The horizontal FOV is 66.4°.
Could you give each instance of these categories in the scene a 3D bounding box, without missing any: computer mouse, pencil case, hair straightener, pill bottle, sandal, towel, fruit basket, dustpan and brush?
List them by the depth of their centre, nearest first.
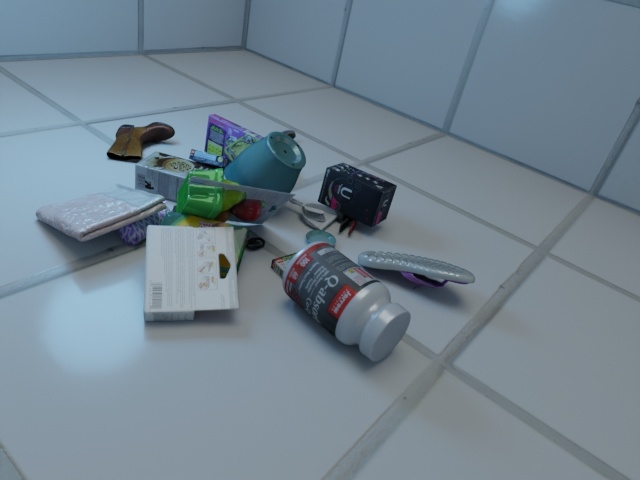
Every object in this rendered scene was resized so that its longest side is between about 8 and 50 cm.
[{"bbox_3d":[0.074,0.175,1.447,0.210,0.210,0.363,-20,44,-41],"label":"pill bottle"},{"bbox_3d":[-0.736,-0.107,1.646,0.332,0.053,0.317,17,34,39],"label":"towel"},{"bbox_3d":[-0.604,-0.062,1.688,0.086,0.088,0.206,11,29,16],"label":"pencil case"},{"bbox_3d":[-0.310,-0.138,1.697,0.353,0.327,0.165,0,73,-28],"label":"fruit basket"},{"bbox_3d":[-0.308,0.016,1.728,0.242,0.041,0.071,1,45,-32],"label":"computer mouse"},{"bbox_3d":[0.337,0.117,1.751,0.416,0.102,0.169,12,15,22],"label":"sandal"},{"bbox_3d":[-0.051,-0.126,2.009,0.211,0.060,0.147,19,36,24],"label":"dustpan and brush"},{"bbox_3d":[0.111,-0.094,2.034,0.089,0.047,0.230,19,32,8],"label":"hair straightener"}]

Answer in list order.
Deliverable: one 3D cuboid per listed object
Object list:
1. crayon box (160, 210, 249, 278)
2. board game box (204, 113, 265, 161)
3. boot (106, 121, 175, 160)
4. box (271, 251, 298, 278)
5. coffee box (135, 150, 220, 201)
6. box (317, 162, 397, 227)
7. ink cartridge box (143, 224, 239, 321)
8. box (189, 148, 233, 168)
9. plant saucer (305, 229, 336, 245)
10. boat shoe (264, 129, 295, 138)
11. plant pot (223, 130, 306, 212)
[{"bbox_3d":[-0.389,0.016,1.597,0.278,0.081,0.165,12,56,-2],"label":"crayon box"},{"bbox_3d":[-0.381,-0.412,2.205,0.347,0.208,0.056,30,36,24],"label":"board game box"},{"bbox_3d":[-0.805,-0.448,2.214,0.264,0.096,0.280,4,34,-14],"label":"boot"},{"bbox_3d":[-0.056,0.085,1.704,0.207,0.036,0.114,-16,42,-38],"label":"box"},{"bbox_3d":[-0.563,-0.245,1.958,0.297,0.119,0.168,15,31,4],"label":"coffee box"},{"bbox_3d":[0.150,-0.192,2.019,0.270,0.165,0.143,26,29,23],"label":"box"},{"bbox_3d":[-0.384,0.092,1.454,0.261,0.066,0.296,1,56,-17],"label":"ink cartridge box"},{"bbox_3d":[-0.426,-0.323,2.079,0.159,0.044,0.233,15,0,17],"label":"box"},{"bbox_3d":[0.000,0.000,1.872,0.119,0.021,0.119,9,32,-6],"label":"plant saucer"},{"bbox_3d":[-0.205,-0.540,2.613,0.183,0.066,0.066,-20,48,-27],"label":"boat shoe"},{"bbox_3d":[-0.202,-0.280,1.923,0.271,0.255,0.272,27,42,-27],"label":"plant pot"}]
